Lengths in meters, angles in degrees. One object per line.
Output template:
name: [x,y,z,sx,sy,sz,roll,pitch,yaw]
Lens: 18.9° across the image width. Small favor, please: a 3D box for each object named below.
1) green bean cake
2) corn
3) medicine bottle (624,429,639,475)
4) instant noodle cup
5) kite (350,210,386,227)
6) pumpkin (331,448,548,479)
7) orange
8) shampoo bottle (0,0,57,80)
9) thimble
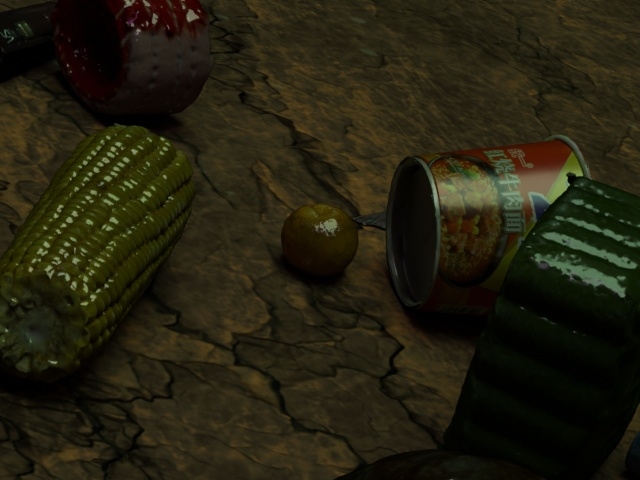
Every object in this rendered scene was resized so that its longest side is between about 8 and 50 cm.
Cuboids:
green bean cake: [0.239,0.090,1.799,0.156,0.247,0.250,23,27,11]
corn: [-0.213,0.001,1.820,0.144,0.144,0.387,18,25,1]
medicine bottle: [0.397,0.247,1.803,0.231,0.059,0.059,30,29,25]
instant noodle cup: [0.173,-0.008,2.024,0.174,0.213,0.213,-1,30,-17]
kite: [0.099,-0.007,2.180,0.137,0.005,0.152,14,26,-1]
pumpkin: [0.137,0.224,1.596,0.312,0.148,0.169,21,30,-1]
orange: [0.000,0.000,2.033,0.083,0.070,0.083,3,27,-1]
shampoo bottle: [-0.374,-0.234,2.264,0.068,0.067,0.236,34,29,12]
thimble: [-0.219,-0.234,2.252,0.125,0.163,0.189,-8,35,-38]
